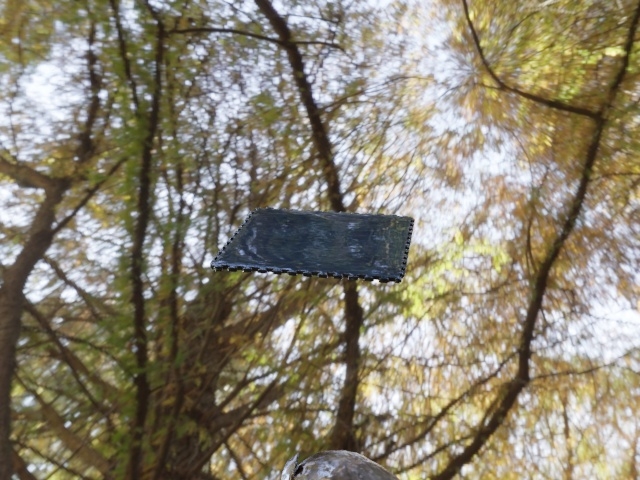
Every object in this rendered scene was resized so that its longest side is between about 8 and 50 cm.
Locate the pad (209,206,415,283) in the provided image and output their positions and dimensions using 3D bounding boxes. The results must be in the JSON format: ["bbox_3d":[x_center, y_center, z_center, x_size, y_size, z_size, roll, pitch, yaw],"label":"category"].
[{"bbox_3d":[0.000,0.000,1.122,0.270,0.269,0.012,3,-70,8],"label":"pad"}]

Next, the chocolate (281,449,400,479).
[{"bbox_3d":[0.070,0.253,0.581,0.248,0.110,0.110,39,-73,20],"label":"chocolate"}]
